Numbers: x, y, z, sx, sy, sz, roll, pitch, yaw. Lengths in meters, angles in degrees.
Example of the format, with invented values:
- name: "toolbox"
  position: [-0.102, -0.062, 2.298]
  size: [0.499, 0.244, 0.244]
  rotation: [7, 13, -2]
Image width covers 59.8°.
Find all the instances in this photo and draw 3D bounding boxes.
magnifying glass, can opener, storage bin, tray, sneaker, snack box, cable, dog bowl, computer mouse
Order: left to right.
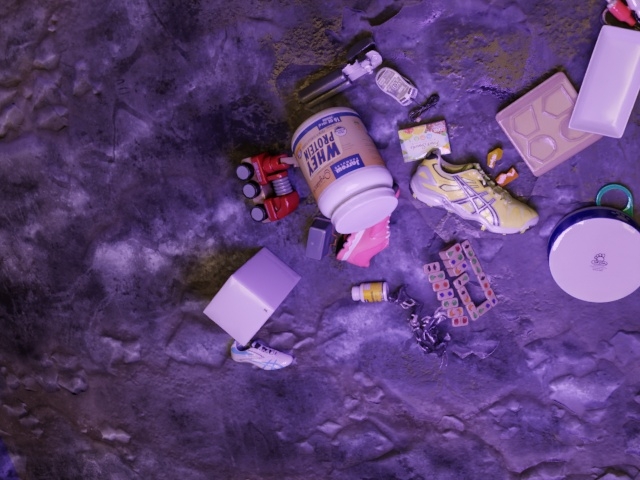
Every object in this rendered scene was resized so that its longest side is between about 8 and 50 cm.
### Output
- name: "sneaker"
  position: [-0.216, 0.413, 2.026]
  size: [0.237, 0.085, 0.086]
  rotation: [8, 114, 12]
- name: "storage bin"
  position: [0.000, 0.000, 1.830]
  size: [0.098, 0.091, 0.135]
  rotation: [14, 111, 11]
- name: "can opener"
  position: [0.058, -0.497, 1.676]
  size: [0.280, 0.074, 0.093]
  rotation: [-29, 63, 20]
- name: "sneaker"
  position: [0.177, -0.045, 1.775]
  size: [0.136, 0.116, 0.313]
  rotation: [29, 116, -13]
- name: "computer mouse"
  position: [0.249, -0.442, 1.648]
  size: [0.193, 0.042, 0.106]
  rotation: [39, 118, -5]
- name: "snack box"
  position: [0.314, -0.299, 1.675]
  size: [0.141, 0.037, 0.100]
  rotation: [-10, 106, 18]
- name: "sneaker"
  position: [0.455, -0.136, 1.622]
  size: [0.385, 0.145, 0.147]
  rotation: [21, 123, 7]
- name: "dog bowl"
  position: [0.795, 0.041, 1.602]
  size: [0.265, 0.104, 0.264]
  rotation: [7, 113, 17]
- name: "tray"
  position: [0.771, -0.419, 1.480]
  size: [0.145, 0.030, 0.270]
  rotation: [13, 111, 6]
- name: "magnifying glass"
  position: [0.878, -0.061, 1.605]
  size: [0.092, 0.026, 0.231]
  rotation: [-31, 95, 22]
- name: "cable"
  position: [0.839, -0.546, 1.432]
  size: [0.139, 0.072, 0.287]
  rotation: [-38, 95, 28]

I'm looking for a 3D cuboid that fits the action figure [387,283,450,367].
- name: "action figure"
  position: [0.340, 0.259, 1.765]
  size: [0.141, 0.164, 0.275]
  rotation: [-34, 79, -13]

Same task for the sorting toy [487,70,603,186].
- name: "sorting toy"
  position: [0.609, -0.301, 1.596]
  size: [0.307, 0.041, 0.229]
  rotation: [-34, 100, 22]

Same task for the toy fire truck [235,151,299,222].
- name: "toy fire truck"
  position: [-0.110, -0.190, 1.785]
  size: [0.247, 0.158, 0.216]
  rotation: [-11, 104, 29]

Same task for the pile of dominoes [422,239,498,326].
- name: "pile of dominoes"
  position: [0.440, 0.135, 1.710]
  size: [0.251, 0.196, 0.040]
  rotation: [61, 156, -8]

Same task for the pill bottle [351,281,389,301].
- name: "pill bottle"
  position: [0.166, 0.173, 1.853]
  size: [0.117, 0.065, 0.065]
  rotation: [-5, 106, 18]

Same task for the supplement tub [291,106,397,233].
- name: "supplement tub"
  position: [0.070, -0.201, 1.616]
  size: [0.228, 0.228, 0.316]
  rotation: [-34, 67, 22]

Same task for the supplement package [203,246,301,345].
- name: "supplement package"
  position: [-0.218, 0.175, 1.837]
  size: [0.175, 0.293, 0.177]
  rotation: [40, 112, 0]
